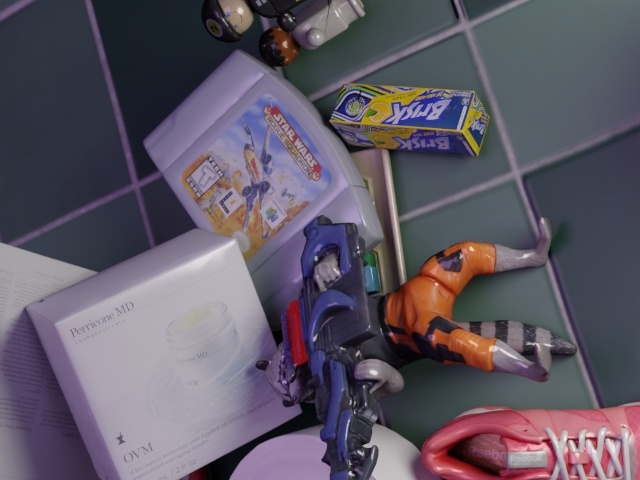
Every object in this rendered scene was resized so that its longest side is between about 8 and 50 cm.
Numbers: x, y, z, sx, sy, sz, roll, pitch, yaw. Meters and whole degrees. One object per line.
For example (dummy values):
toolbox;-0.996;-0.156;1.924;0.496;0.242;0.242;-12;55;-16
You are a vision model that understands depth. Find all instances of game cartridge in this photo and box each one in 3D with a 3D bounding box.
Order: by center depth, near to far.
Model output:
game cartridge;-0.065;-0.072;1.584;0.198;0.062;0.297;-44;69;21

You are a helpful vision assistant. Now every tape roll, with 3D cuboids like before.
tape roll;0.021;0.344;1.487;0.286;0.100;0.286;4;96;39

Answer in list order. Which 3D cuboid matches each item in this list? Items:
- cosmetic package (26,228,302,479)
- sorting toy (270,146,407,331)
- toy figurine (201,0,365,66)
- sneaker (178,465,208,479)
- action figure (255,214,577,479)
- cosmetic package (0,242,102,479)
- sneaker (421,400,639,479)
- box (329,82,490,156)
cosmetic package;-0.175;0.134;1.519;0.138;0.224;0.225;9;123;65
sorting toy;0.000;0.000;1.591;0.208;0.038;0.193;-12;80;29
toy figurine;-0.066;-0.313;1.553;0.148;0.209;0.213;-30;72;13
sneaker;-0.130;0.355;1.633;0.128;0.087;0.221;12;66;-10
action figure;0.089;0.133;1.420;0.330;0.178;0.341;-13;54;22
cosmetic package;-0.353;0.161;1.568;0.097;0.377;0.284;2;78;33
sneaker;0.247;0.227;1.373;0.314;0.136;0.116;-6;85;30
box;0.100;-0.137;1.522;0.169;0.059;0.054;7;67;30
